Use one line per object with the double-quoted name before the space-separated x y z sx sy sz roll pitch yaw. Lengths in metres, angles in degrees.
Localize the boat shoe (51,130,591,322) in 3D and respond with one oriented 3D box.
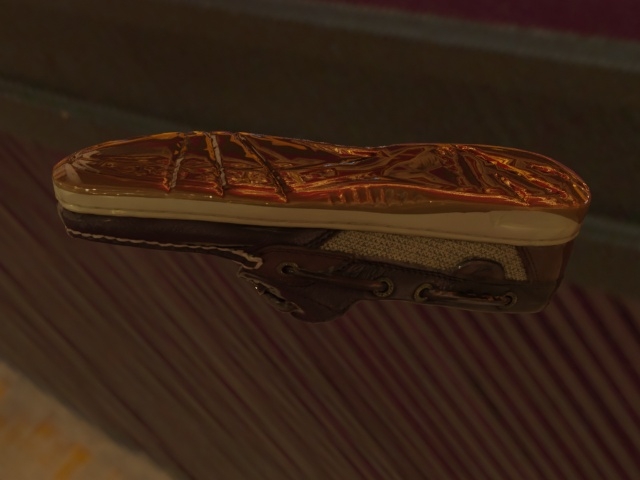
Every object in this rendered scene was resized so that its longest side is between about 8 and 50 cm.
"boat shoe" 0.000 0.000 0.528 0.152 0.049 0.056 3 23 -5
